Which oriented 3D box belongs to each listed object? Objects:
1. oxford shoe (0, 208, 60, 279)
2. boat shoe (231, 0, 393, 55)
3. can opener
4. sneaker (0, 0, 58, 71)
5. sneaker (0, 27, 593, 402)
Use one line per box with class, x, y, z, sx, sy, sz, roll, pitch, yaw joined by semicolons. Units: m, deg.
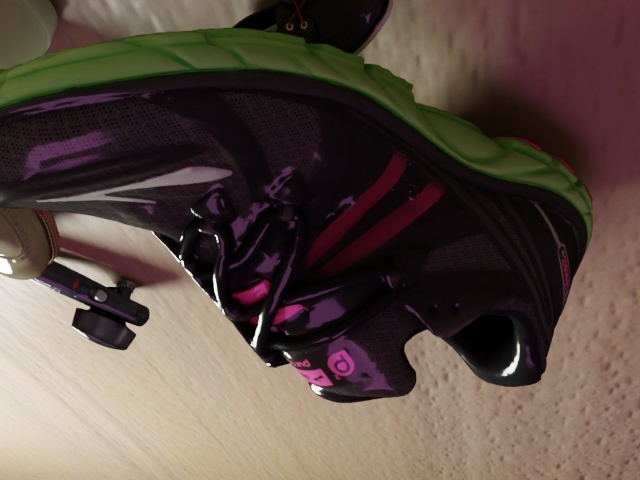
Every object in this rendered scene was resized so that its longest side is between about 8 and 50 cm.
oxford shoe;-0.345;-0.028;0.815;0.123;0.130;0.348;-1;154;19
boat shoe;-0.011;-0.135;0.608;0.133;0.049;0.042;-13;154;43
can opener;-0.270;0.052;1.032;0.186;0.073;0.059;35;152;-25
sneaker;-0.276;-0.167;0.548;0.106;0.123;0.290;-9;147;34
sneaker;0.000;0.000;0.623;0.482;0.202;0.185;14;166;-29
